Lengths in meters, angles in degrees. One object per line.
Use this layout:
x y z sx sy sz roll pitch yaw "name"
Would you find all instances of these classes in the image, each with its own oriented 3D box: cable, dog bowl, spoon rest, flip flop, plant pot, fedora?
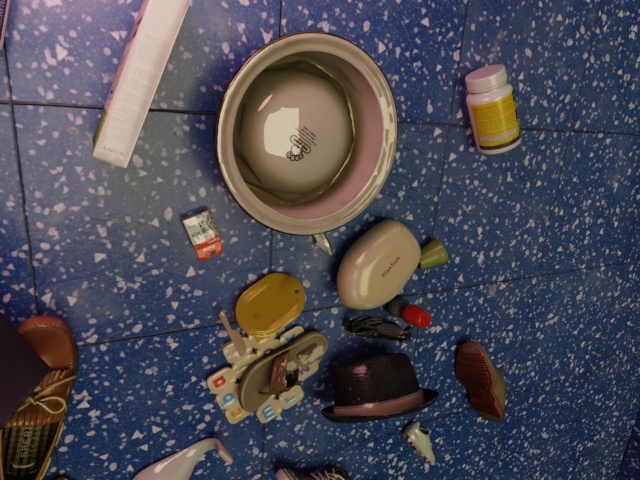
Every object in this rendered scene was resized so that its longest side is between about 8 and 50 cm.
0.160 0.246 1.272 0.185 0.150 0.047 6 71 7 "cable"
-0.042 -0.224 0.988 0.409 0.150 0.407 -10 112 -25 "dog bowl"
-0.356 0.591 1.169 0.277 0.084 0.137 -30 118 0 "spoon rest"
-0.089 0.338 1.180 0.277 0.080 0.112 -32 119 -17 "flip flop"
0.310 0.046 1.314 0.079 0.083 0.083 -27 119 -3 "plant pot"
0.156 0.395 1.279 0.335 0.334 0.152 -4 79 -26 "fedora"

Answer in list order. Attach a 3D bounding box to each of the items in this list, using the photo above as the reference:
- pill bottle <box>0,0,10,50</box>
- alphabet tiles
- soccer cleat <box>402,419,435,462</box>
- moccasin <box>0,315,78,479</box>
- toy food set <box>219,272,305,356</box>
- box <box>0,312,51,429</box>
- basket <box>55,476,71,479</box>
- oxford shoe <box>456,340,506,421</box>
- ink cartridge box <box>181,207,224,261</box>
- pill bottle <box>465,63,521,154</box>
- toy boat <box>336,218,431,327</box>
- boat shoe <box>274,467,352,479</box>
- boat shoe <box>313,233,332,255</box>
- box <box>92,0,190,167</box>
-0.545 -0.352 0.714 0.094 0.094 0.169 11 102 -30 "pill bottle"
-0.146 0.351 1.213 0.278 0.021 0.283 -29 119 -18 "alphabet tiles"
0.352 0.691 1.567 0.076 0.068 0.196 -43 118 -11 "soccer cleat"
-0.575 0.331 0.910 0.139 0.147 0.379 16 100 -31 "moccasin"
-0.142 0.171 1.129 0.218 0.071 0.128 -35 88 -18 "toy food set"
-0.760 0.192 0.613 0.480 0.297 0.471 -36 101 -12 "box"
-0.579 0.728 1.010 0.223 0.213 0.299 -32 119 -13 "basket"
0.561 0.462 1.585 0.130 0.123 0.348 -45 124 -38 "oxford shoe"
-0.258 -0.009 1.022 0.063 0.029 0.115 -25 117 -18 "ink cartridge box"
0.456 -0.346 1.217 0.119 0.119 0.208 -32 120 -14 "pill bottle"
0.175 0.113 1.239 0.267 0.148 0.318 -43 114 -14 "toy boat"
0.000 0.733 1.378 0.158 0.127 0.340 -42 129 -16 "boat shoe"
0.000 0.000 1.160 0.035 0.035 0.100 -20 123 11 "boat shoe"
-0.306 -0.294 0.777 0.059 0.232 0.321 21 98 -31 "box"
